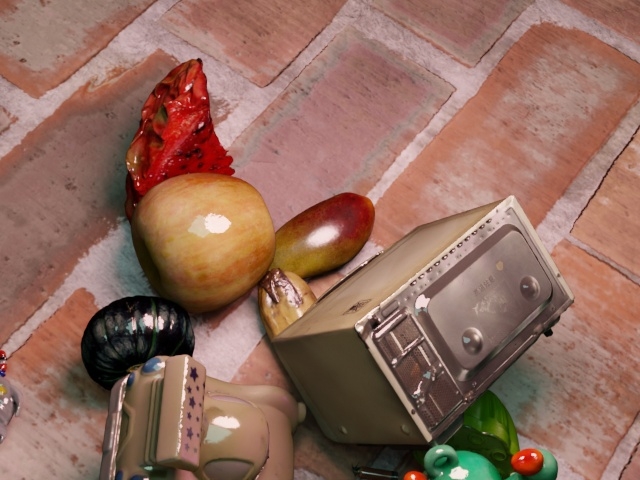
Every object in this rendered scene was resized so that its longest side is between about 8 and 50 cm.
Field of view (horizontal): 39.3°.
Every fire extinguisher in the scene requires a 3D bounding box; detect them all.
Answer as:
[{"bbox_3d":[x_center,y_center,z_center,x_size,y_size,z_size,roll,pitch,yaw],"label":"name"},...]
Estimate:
[{"bbox_3d":[0.094,0.406,1.565,0.083,0.022,0.028,10,98,1],"label":"fire extinguisher"}]

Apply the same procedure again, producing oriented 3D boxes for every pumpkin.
[{"bbox_3d":[-0.315,0.184,1.549,0.202,0.202,0.140,-10,45,-11],"label":"pumpkin"}]

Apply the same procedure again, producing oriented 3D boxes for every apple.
[{"bbox_3d":[-0.210,-0.003,1.629,0.234,0.256,0.256,-30,68,-21],"label":"apple"}]

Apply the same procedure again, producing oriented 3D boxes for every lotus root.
[{"bbox_3d":[-0.039,0.171,1.643,0.110,0.097,0.258,-26,76,10],"label":"lotus root"},{"bbox_3d":[0.264,0.319,1.565,0.186,0.186,0.186,2,61,-4],"label":"lotus root"}]

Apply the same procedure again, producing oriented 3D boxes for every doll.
[{"bbox_3d":[-0.573,0.267,1.559,0.104,0.062,0.194,-16,57,-14],"label":"doll"}]

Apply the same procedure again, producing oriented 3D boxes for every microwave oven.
[{"bbox_3d":[0.172,0.148,1.505,0.394,0.333,0.247,-36,100,-30],"label":"microwave oven"}]

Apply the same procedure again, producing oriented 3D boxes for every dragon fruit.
[{"bbox_3d":[-0.310,-0.216,1.704,0.228,0.329,0.286,-20,66,-8],"label":"dragon fruit"}]

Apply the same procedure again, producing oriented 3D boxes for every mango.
[{"bbox_3d":[0.000,0.000,1.730,0.268,0.111,0.133,-33,81,-15],"label":"mango"}]

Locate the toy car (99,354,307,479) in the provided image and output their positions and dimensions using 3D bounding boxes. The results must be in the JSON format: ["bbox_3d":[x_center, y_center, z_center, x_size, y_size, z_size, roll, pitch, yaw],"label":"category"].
[{"bbox_3d":[-0.152,0.319,1.407,0.336,0.226,0.242,24,51,-34],"label":"toy car"}]

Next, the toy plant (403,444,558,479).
[{"bbox_3d":[0.274,0.439,1.368,0.400,0.280,0.185,48,35,-22],"label":"toy plant"}]
